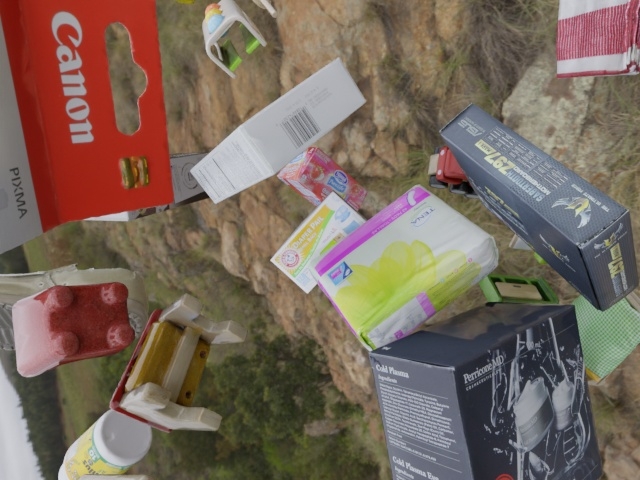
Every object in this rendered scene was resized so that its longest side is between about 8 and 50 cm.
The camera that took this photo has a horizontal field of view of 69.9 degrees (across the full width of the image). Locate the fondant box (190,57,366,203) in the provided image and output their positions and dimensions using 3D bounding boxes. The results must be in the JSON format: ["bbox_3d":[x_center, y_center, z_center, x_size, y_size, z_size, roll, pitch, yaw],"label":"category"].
[{"bbox_3d":[-0.097,-0.197,0.888,0.096,0.238,0.330,54,155,-15],"label":"fondant box"}]

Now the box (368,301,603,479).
[{"bbox_3d":[0.285,0.295,0.767,0.179,0.343,0.312,-9,93,55],"label":"box"}]

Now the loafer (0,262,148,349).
[{"bbox_3d":[-0.359,0.084,0.616,0.092,0.269,0.102,-90,5,-53],"label":"loafer"}]

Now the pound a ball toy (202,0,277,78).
[{"bbox_3d":[-0.223,-0.593,1.225,0.208,0.136,0.319,-41,36,15],"label":"pound a ball toy"}]

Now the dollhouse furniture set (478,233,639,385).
[{"bbox_3d":[0.477,0.119,0.929,0.301,0.151,0.197,-97,17,-54],"label":"dollhouse furniture set"}]

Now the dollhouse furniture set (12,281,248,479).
[{"bbox_3d":[-0.222,0.194,0.327,0.152,0.201,0.374,-23,39,37],"label":"dollhouse furniture set"}]

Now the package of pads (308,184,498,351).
[{"bbox_3d":[0.152,0.047,0.867,0.229,0.296,0.101,50,177,48],"label":"package of pads"}]

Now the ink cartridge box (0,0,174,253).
[{"bbox_3d":[-0.297,-0.133,0.386,0.091,0.385,0.308,21,118,42],"label":"ink cartridge box"}]

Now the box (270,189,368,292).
[{"bbox_3d":[0.000,0.000,1.011,0.114,0.103,0.203,41,97,-4],"label":"box"}]

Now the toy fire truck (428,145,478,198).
[{"bbox_3d":[0.455,-0.182,1.297,0.246,0.217,0.158,1,81,64],"label":"toy fire truck"}]

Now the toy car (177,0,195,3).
[{"bbox_3d":[-0.053,-0.289,0.257,0.053,0.239,0.225,28,150,33],"label":"toy car"}]

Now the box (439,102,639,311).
[{"bbox_3d":[0.257,-0.042,0.546,0.059,0.183,0.232,-41,47,9],"label":"box"}]

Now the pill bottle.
[{"bbox_3d":[-0.452,0.443,0.947,0.208,0.118,0.117,-42,59,24],"label":"pill bottle"}]

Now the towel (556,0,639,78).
[{"bbox_3d":[0.498,-0.466,0.822,0.237,0.037,0.329,-102,6,-72],"label":"towel"}]

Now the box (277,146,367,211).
[{"bbox_3d":[0.010,-0.177,1.440,0.128,0.257,0.122,20,78,52],"label":"box"}]

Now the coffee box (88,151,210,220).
[{"bbox_3d":[-0.407,-0.134,1.081,0.168,0.297,0.118,3,107,25],"label":"coffee box"}]
